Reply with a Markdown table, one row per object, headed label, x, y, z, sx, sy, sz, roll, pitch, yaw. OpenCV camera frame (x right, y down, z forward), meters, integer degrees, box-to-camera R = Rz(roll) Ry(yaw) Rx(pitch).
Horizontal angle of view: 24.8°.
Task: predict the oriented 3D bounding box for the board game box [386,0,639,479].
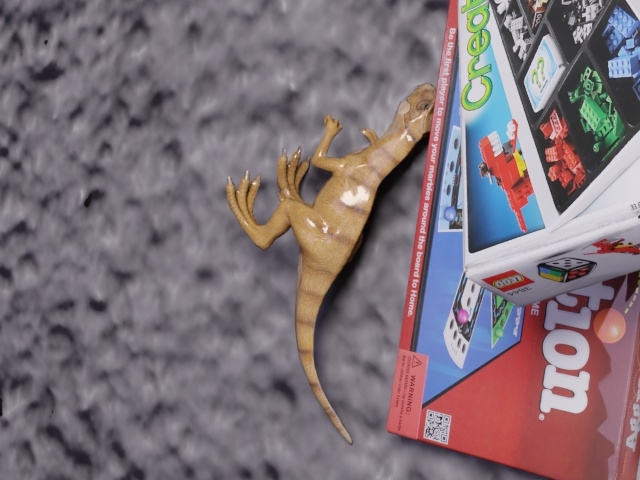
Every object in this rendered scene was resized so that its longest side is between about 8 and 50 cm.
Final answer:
| label | x | y | z | sx | sy | sz | roll | pitch | yaw |
| --- | --- | --- | --- | --- | --- | --- | --- | --- | --- |
| board game box | 0.118 | -0.021 | 0.767 | 0.145 | 0.027 | 0.281 | 10 | 94 | 38 |

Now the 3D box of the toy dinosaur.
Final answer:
| label | x | y | z | sx | sy | sz | roll | pitch | yaw |
| --- | --- | --- | --- | --- | --- | --- | --- | --- | --- |
| toy dinosaur | 0.000 | 0.000 | 0.839 | 0.112 | 0.064 | 0.211 | 33 | 108 | 35 |

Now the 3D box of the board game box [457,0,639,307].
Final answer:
| label | x | y | z | sx | sy | sz | roll | pitch | yaw |
| --- | --- | --- | --- | --- | --- | --- | --- | --- | --- |
| board game box | 0.152 | -0.138 | 0.669 | 0.193 | 0.053 | 0.305 | -20 | 56 | 37 |
